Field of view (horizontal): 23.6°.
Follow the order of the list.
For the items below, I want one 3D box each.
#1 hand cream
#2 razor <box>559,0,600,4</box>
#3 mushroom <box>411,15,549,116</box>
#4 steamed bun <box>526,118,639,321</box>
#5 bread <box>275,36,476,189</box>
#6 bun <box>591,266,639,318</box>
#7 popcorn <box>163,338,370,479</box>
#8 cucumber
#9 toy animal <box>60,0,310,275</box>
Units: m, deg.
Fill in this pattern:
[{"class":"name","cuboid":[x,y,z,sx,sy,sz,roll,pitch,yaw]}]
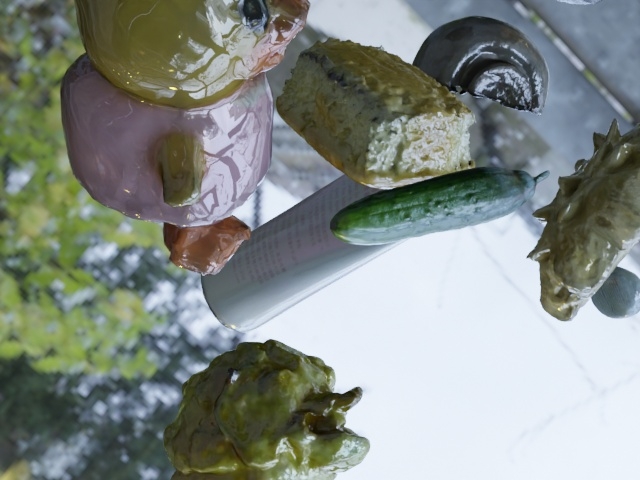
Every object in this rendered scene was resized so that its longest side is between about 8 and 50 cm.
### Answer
[{"class":"hand cream","cuboid":[0.000,0.000,2.026,0.359,0.118,0.185,-30,-144,28]},{"class":"razor","cuboid":[0.245,-0.365,1.413,0.107,0.189,0.327,-29,-156,42]},{"class":"mushroom","cuboid":[0.214,-0.235,2.015,0.141,0.188,0.117,-165,-96,-68]},{"class":"steamed bun","cuboid":[0.350,-0.045,1.893,0.295,0.137,0.292,-49,175,11]},{"class":"bread","cuboid":[0.063,-0.145,1.761,0.245,0.174,0.121,39,-59,47]},{"class":"bun","cuboid":[0.405,0.070,2.085,0.045,0.083,0.083,-24,-174,-37]},{"class":"popcorn","cuboid":[-0.069,0.231,1.869,0.266,0.192,0.233,-9,-130,23]},{"class":"cucumber","cuboid":[0.112,-0.032,1.420,0.250,0.056,0.056,-12,-172,-27]},{"class":"toy animal","cuboid":[-0.104,-0.128,1.115,0.195,0.169,0.281,-91,-167,-45]}]
